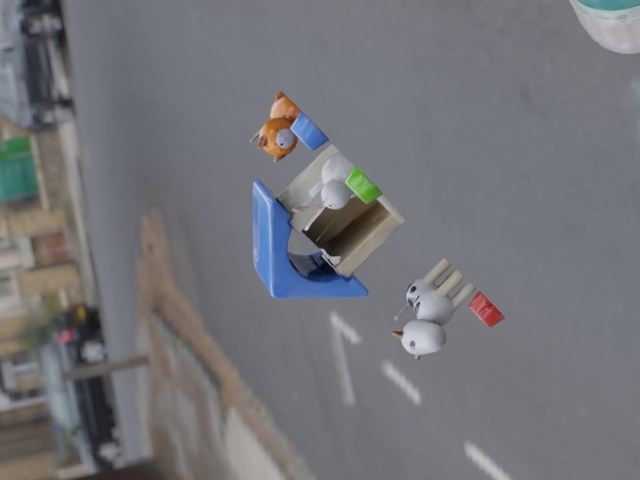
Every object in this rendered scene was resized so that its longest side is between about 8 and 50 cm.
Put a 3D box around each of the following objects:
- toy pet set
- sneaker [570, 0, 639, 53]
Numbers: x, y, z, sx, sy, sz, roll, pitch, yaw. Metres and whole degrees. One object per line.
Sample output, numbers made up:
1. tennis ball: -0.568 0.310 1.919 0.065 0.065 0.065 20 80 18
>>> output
1. toy pet set: 0.000 0.000 0.662 0.122 0.065 0.114 45 -178 -21
2. sneaker: 0.130 -0.227 0.874 0.121 0.108 0.302 54 -171 -37
